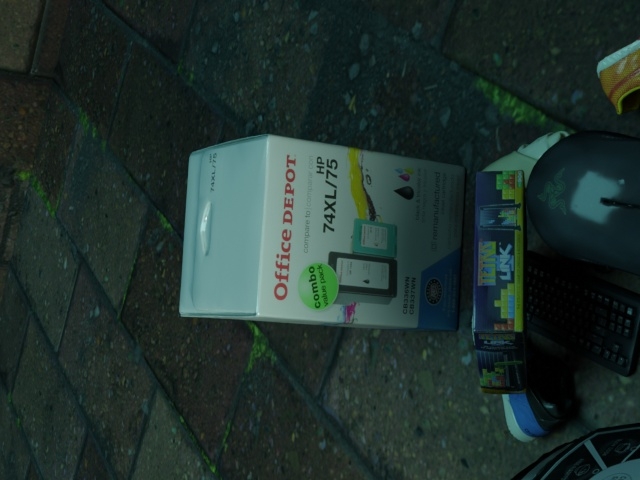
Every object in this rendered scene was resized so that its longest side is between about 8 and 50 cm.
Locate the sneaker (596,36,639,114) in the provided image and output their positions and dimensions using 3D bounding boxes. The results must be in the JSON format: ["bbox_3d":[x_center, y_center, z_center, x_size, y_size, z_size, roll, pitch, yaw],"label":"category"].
[{"bbox_3d":[0.329,-0.172,0.983,0.175,0.064,0.067,-40,72,55],"label":"sneaker"}]

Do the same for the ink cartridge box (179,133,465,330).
[{"bbox_3d":[0.000,0.000,1.264,0.197,0.270,0.198,-4,82,58],"label":"ink cartridge box"}]

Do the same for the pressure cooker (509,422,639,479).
[{"bbox_3d":[0.311,0.284,0.624,0.420,0.375,0.370,-16,72,60],"label":"pressure cooker"}]

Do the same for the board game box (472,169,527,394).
[{"bbox_3d":[0.172,0.041,1.034,0.141,0.048,0.170,69,-156,-56],"label":"board game box"}]

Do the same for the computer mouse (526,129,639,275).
[{"bbox_3d":[0.288,-0.034,0.905,0.272,0.072,0.189,7,95,34],"label":"computer mouse"}]

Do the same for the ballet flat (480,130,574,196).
[{"bbox_3d":[0.255,-0.065,1.049,0.248,0.086,0.086,21,102,48],"label":"ballet flat"}]

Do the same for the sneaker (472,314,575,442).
[{"bbox_3d":[0.210,0.121,1.104,0.084,0.058,0.152,-47,51,52],"label":"sneaker"}]

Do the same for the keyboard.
[{"bbox_3d":[0.254,0.056,1.082,0.180,0.023,0.108,27,107,56],"label":"keyboard"}]
